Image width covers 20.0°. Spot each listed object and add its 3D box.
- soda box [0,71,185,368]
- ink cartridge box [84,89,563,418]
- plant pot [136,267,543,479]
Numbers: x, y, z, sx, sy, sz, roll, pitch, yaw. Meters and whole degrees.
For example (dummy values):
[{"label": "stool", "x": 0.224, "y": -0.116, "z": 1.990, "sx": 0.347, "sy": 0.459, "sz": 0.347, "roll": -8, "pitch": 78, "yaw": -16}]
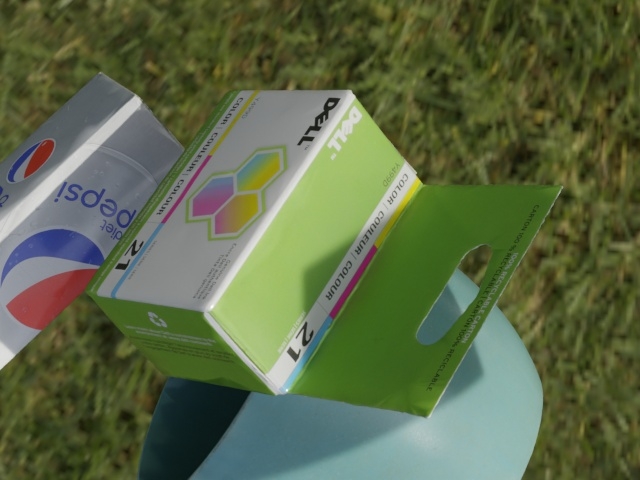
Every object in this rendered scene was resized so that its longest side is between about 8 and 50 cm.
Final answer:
[{"label": "soda box", "x": -0.230, "y": 0.005, "z": 1.380, "sx": 0.286, "sy": 0.098, "sz": 0.091, "roll": -44, "pitch": 119, "yaw": -7}, {"label": "ink cartridge box", "x": 0.000, "y": 0.000, "z": 1.163, "sx": 0.255, "sy": 0.189, "sz": 0.097, "roll": 4, "pitch": 143, "yaw": 48}, {"label": "plant pot", "x": 0.030, "y": 0.126, "z": 1.420, "sx": 0.235, "sy": 0.293, "sz": 0.293, "roll": 29, "pitch": 117, "yaw": -14}]
